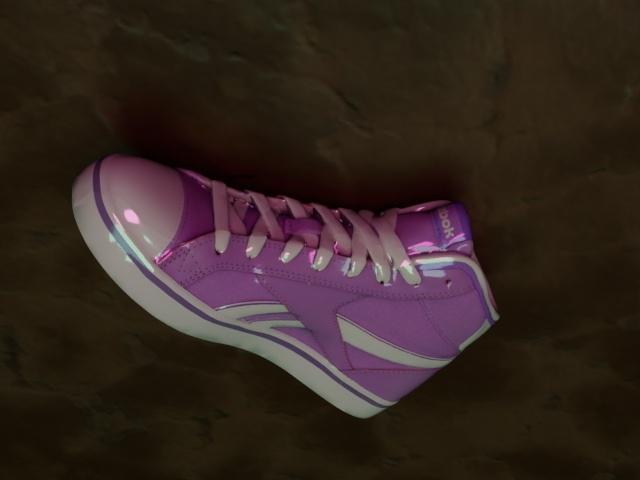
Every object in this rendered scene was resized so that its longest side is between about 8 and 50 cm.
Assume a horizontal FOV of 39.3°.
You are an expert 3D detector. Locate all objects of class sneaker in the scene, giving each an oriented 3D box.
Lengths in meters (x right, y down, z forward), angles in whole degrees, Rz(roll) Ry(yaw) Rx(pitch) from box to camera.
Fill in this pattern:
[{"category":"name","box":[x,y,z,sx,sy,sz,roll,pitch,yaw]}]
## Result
[{"category":"sneaker","box":[0.000,-0.001,0.552,0.161,0.102,0.282,-37,132,27]}]
